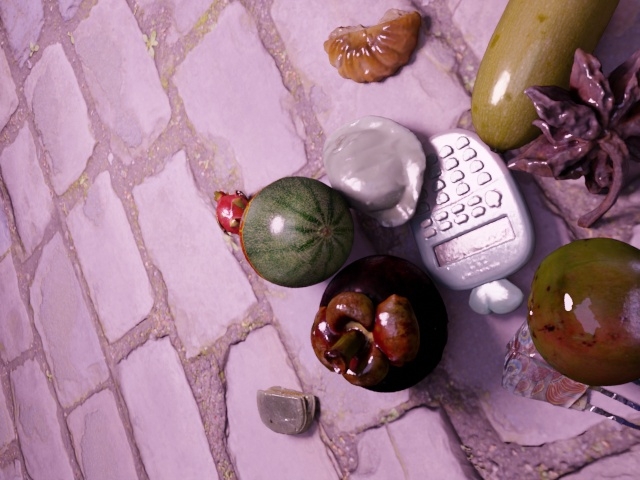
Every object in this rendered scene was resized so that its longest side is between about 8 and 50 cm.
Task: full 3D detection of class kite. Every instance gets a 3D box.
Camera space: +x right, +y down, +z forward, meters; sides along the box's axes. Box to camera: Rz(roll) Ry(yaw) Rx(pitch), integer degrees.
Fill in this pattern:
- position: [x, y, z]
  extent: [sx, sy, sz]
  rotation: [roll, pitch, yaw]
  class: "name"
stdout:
- position: [0.371, 0.193, 0.684]
  extent: [0.229, 0.016, 0.128]
  rotation: [18, 103, 33]
  class: "kite"

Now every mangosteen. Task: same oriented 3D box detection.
- position: [0.079, 0.131, 0.739]
  extent: [0.211, 0.250, 0.212]
  rotation: [4, 99, 31]
  class: "mangosteen"

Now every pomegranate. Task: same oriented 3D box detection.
- position: [0.371, 0.086, 0.598]
  extent: [0.224, 0.181, 0.182]
  rotation: [-2, 89, 19]
  class: "pomegranate"

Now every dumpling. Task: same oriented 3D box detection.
- position: [0.091, -0.116, 0.822]
  extent: [0.152, 0.108, 0.219]
  rotation: [-37, 66, 0]
  class: "dumpling"

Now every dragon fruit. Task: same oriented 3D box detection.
- position: [-0.177, -0.060, 1.009]
  extent: [0.086, 0.081, 0.116]
  rotation: [-45, 67, 37]
  class: "dragon fruit"

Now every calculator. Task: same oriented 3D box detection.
- position: [0.225, -0.029, 0.755]
  extent: [0.184, 0.042, 0.296]
  rotation: [-27, 73, 39]
  class: "calculator"

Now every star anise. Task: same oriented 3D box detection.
- position: [0.345, -0.123, 0.615]
  extent: [0.209, 0.089, 0.231]
  rotation: [-32, 111, 22]
  class: "star anise"

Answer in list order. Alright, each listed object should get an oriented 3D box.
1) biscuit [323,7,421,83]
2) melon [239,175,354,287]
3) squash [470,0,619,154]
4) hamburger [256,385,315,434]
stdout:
- position: [0.083, -0.333, 0.847]
  extent: [0.182, 0.061, 0.118]
  rotation: [1, 92, 33]
  class: "biscuit"
- position: [-0.045, -0.011, 0.819]
  extent: [0.287, 0.182, 0.183]
  rotation: [162, 103, -74]
  class: "melon"
- position: [0.285, -0.237, 0.663]
  extent: [0.132, 0.132, 0.247]
  rotation: [29, 102, 30]
  class: "squash"
- position: [-0.065, 0.333, 0.953]
  extent: [0.121, 0.054, 0.084]
  rotation: [-1, 88, 26]
  class: "hamburger"
